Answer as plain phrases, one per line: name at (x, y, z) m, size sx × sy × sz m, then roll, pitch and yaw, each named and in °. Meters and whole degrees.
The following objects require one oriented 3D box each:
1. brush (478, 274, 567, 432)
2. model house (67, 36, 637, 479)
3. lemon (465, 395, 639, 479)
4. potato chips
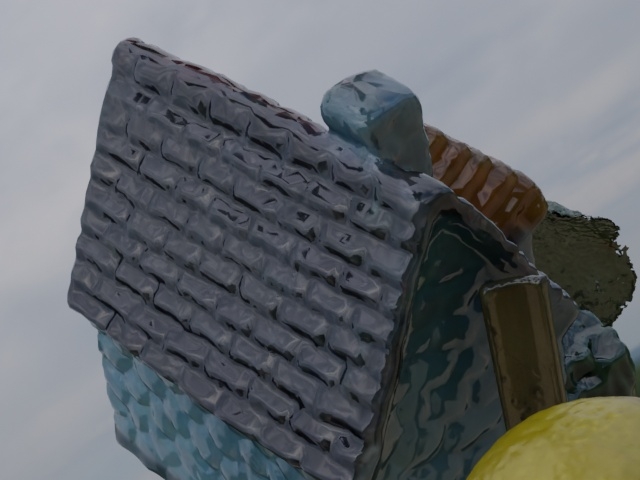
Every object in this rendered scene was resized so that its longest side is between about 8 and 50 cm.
brush at (0.136, 0.133, 0.919) m, size 0.043 × 0.248 × 0.036 m, roll -9°, pitch 20°, yaw 12°
model house at (0.000, 0.000, 1.031) m, size 0.297 × 0.360 × 0.339 m, roll -36°, pitch -47°, yaw -24°
lemon at (0.155, 0.169, 0.745) m, size 0.178 × 0.203 × 0.178 m, roll -37°, pitch -39°, yaw -39°
potato chips at (0.161, -0.002, 1.218) m, size 0.167 × 0.059 × 0.228 m, roll 5°, pitch -29°, yaw 32°
